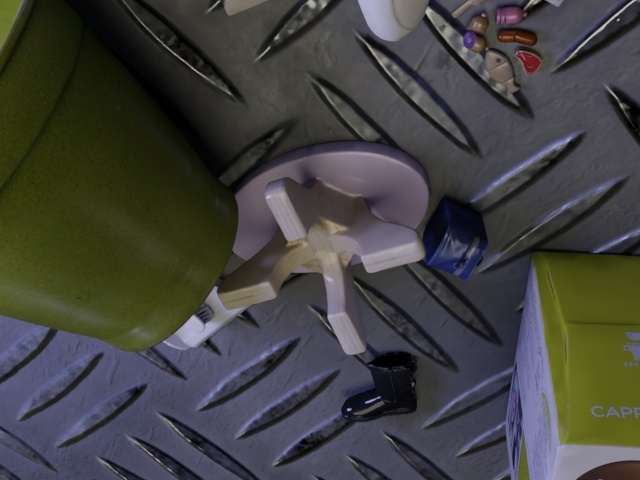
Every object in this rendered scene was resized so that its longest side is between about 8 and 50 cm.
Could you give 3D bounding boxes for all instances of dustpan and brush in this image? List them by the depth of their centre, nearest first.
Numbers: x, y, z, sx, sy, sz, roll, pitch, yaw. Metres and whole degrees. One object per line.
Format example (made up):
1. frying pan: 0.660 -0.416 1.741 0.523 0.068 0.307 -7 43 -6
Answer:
1. dustpan and brush: -0.216 0.076 1.318 0.211 0.060 0.147 40 121 -20

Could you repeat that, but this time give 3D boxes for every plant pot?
1. plant pot: -0.293 -0.055 1.086 0.366 0.367 0.353 -34 127 28

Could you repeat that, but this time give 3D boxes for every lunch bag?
1. lunch bag: 0.171 0.001 1.190 0.065 0.098 0.067 21 121 -11

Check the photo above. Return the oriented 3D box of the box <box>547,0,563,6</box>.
1. box: 0.215 -0.327 0.959 0.137 0.072 0.126 25 125 -12

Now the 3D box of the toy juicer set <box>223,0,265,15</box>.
1. toy juicer set: 0.000 -0.394 0.943 0.209 0.089 0.329 -5 124 -11

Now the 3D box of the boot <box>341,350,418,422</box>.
1. boot: 0.084 0.211 1.389 0.121 0.045 0.099 -8 127 4

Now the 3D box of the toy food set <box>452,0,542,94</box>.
1. toy food set: 0.205 -0.222 1.070 0.078 0.019 0.122 -34 115 28

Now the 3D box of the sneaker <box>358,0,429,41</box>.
1. sneaker: 0.120 -0.317 0.873 0.152 0.114 0.305 32 122 26

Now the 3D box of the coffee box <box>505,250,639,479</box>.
1. coffee box: 0.423 0.247 1.186 0.337 0.338 0.334 3 126 5

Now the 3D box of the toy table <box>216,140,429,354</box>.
1. toy table: 0.000 0.000 1.174 0.274 0.161 0.252 -26 119 23
